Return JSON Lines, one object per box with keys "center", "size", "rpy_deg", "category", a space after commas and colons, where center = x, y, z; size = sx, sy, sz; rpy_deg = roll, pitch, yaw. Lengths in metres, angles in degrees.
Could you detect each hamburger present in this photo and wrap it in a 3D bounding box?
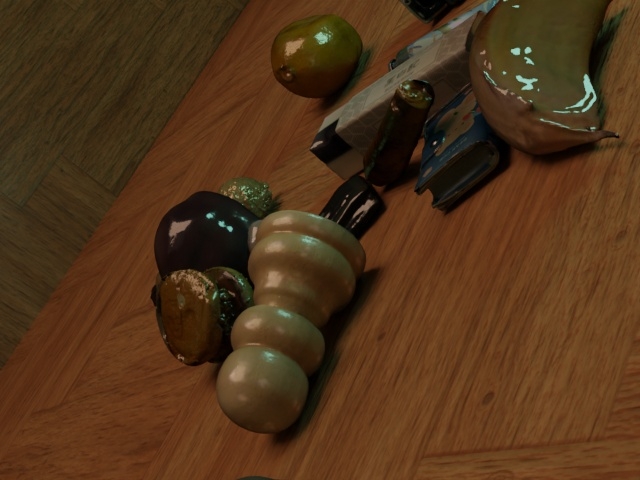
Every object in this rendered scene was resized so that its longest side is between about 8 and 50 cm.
{"center": [-0.189, 0.124, 1.723], "size": [0.113, 0.177, 0.185], "rpy_deg": [-12, -24, -41], "category": "hamburger"}

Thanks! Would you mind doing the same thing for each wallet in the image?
{"center": [0.199, -0.138, 1.465], "size": [0.141, 0.059, 0.202], "rpy_deg": [-39, 21, 31], "category": "wallet"}
{"center": [0.000, 0.000, 1.692], "size": [0.245, 0.052, 0.168], "rpy_deg": [-51, 15, 7], "category": "wallet"}

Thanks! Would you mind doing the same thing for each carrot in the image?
{"center": [0.114, -0.158, 1.563], "size": [0.070, 0.070, 0.260], "rpy_deg": [-60, -4, -25], "category": "carrot"}

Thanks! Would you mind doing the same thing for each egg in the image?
{"center": [-0.157, -0.068, 2.085], "size": [0.116, 0.118, 0.140], "rpy_deg": [82, -163, -53], "category": "egg"}

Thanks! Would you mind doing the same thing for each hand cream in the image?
{"center": [0.224, -0.351, 1.834], "size": [0.256, 0.055, 0.088], "rpy_deg": [-22, 38, 43], "category": "hand cream"}

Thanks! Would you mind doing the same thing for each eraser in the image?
{"center": [0.141, -0.227, 1.700], "size": [0.404, 0.098, 0.096], "rpy_deg": [-29, 29, 48], "category": "eraser"}

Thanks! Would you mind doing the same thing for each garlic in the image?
{"center": [0.278, -0.213, 1.316], "size": [0.196, 0.151, 0.338], "rpy_deg": [-21, 33, 31], "category": "garlic"}

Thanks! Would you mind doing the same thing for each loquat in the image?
{"center": [-0.006, -0.402, 2.257], "size": [0.187, 0.176, 0.234], "rpy_deg": [15, 37, 26], "category": "loquat"}

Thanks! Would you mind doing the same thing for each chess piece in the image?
{"center": [-0.051, 0.119, 1.425], "size": [0.167, 0.167, 0.299], "rpy_deg": [-29, 33, 48], "category": "chess piece"}

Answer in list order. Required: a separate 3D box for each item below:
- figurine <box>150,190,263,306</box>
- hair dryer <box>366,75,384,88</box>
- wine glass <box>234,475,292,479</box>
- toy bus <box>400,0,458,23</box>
{"center": [-0.217, 0.063, 1.949], "size": [0.218, 0.206, 0.365], "rpy_deg": [-36, -15, -27], "category": "figurine"}
{"center": [0.122, -0.289, 1.990], "size": [0.083, 0.031, 0.079], "rpy_deg": [4, 47, 51], "category": "hair dryer"}
{"center": [-0.085, 0.323, 1.204], "size": [0.222, 0.103, 0.103], "rpy_deg": [-24, 33, 53], "category": "wine glass"}
{"center": [0.263, -0.564, 1.990], "size": [0.275, 0.138, 0.167], "rpy_deg": [-39, 21, 28], "category": "toy bus"}
